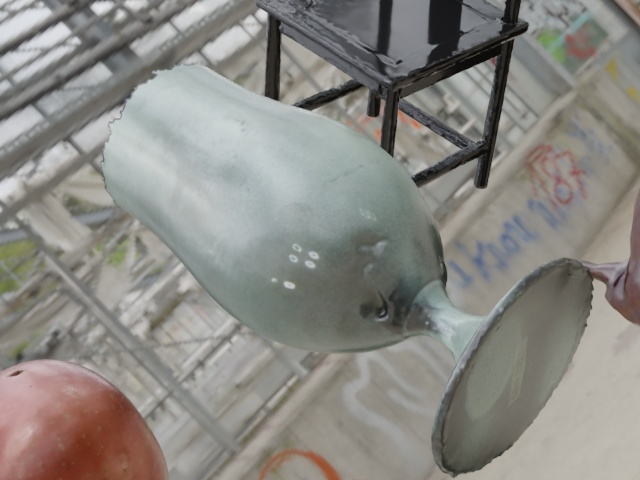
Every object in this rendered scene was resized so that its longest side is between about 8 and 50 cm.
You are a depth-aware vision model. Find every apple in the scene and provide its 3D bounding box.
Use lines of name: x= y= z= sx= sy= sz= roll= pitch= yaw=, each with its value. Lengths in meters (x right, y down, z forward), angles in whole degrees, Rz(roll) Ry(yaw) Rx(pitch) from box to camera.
apple: x=-0.305 y=0.264 z=1.167 sx=0.216 sy=0.260 sz=0.260 roll=-31 pitch=-9 yaw=-35

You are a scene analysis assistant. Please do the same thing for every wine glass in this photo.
wine glass: x=0.000 y=0.000 z=0.417 sx=0.093 sy=0.202 sz=0.093 roll=-32 pitch=-42 yaw=-34

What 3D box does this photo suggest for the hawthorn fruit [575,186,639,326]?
hawthorn fruit: x=0.445 y=-0.012 z=0.975 sx=0.324 sy=0.308 sz=0.308 roll=-26 pitch=-6 yaw=-15

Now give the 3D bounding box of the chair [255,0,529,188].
chair: x=0.053 y=-0.151 z=0.734 sx=0.141 sy=0.154 sz=0.260 roll=-29 pitch=-40 yaw=-32
